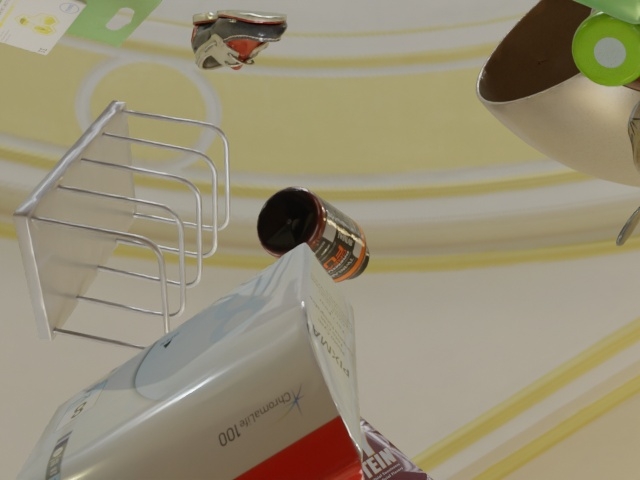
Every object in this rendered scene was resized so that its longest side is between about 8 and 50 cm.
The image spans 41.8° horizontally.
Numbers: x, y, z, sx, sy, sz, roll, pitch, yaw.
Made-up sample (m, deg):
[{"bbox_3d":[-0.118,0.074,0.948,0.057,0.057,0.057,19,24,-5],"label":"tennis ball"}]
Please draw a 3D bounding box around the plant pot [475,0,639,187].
[{"bbox_3d":[0.324,-0.161,0.825,0.191,0.284,0.284,47,-119,-18],"label":"plant pot"}]

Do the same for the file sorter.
[{"bbox_3d":[-0.233,-0.020,1.073,0.173,0.193,0.278,10,-142,7],"label":"file sorter"}]

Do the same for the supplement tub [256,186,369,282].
[{"bbox_3d":[0.000,0.000,1.204,0.106,0.198,0.106,-9,-110,27],"label":"supplement tub"}]

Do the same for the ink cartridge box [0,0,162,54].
[{"bbox_3d":[-0.378,-0.332,1.240,0.235,0.171,0.056,12,-111,-35],"label":"ink cartridge box"}]

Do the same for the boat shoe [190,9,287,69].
[{"bbox_3d":[-0.063,-0.148,0.622,0.049,0.137,0.043,-1,-79,-28],"label":"boat shoe"}]

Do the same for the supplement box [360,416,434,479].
[{"bbox_3d":[0.040,0.329,0.962,0.129,0.194,0.191,-27,-143,-25],"label":"supplement box"}]

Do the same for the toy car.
[{"bbox_3d":[0.256,-0.092,0.619,0.149,0.188,0.155,26,-136,23],"label":"toy car"}]

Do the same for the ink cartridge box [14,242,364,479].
[{"bbox_3d":[-0.118,0.175,0.633,0.308,0.385,0.091,-33,-75,12],"label":"ink cartridge box"}]

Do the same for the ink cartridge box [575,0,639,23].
[{"bbox_3d":[0.123,-0.273,0.379,0.201,0.278,0.117,26,-131,11],"label":"ink cartridge box"}]
